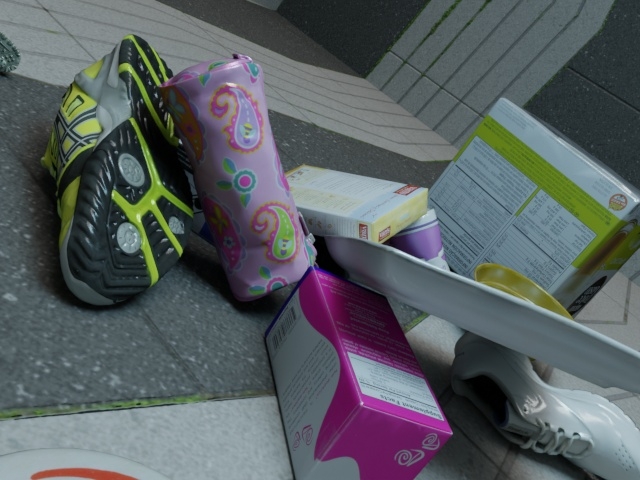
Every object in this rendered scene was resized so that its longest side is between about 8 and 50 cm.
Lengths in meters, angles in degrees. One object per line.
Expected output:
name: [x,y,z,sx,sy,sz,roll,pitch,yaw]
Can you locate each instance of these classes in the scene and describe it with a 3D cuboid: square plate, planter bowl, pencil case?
square plate: [0.180,0.082,0.765,0.347,0.049,0.344,24,-2,-10]
planter bowl: [0.333,0.143,1.129,0.217,0.090,0.217,23,28,-13]
pencil case: [-0.090,-0.071,0.776,0.124,0.124,0.284,-75,150,-68]

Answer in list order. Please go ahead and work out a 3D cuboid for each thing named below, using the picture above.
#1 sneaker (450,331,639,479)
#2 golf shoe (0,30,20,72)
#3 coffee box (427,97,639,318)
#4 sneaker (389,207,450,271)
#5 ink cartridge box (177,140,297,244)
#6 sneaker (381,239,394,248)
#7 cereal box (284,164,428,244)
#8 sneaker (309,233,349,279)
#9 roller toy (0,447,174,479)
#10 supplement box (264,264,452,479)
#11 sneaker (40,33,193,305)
sneaker: [0.299,0.244,0.887,0.297,0.111,0.129,31,29,16]
golf shoe: [-0.522,-0.307,0.953,0.176,0.069,0.086,25,17,-23]
coffee box: [0.457,-0.044,1.386,0.337,0.334,0.338,5,36,-53]
sneaker: [0.157,0.026,1.175,0.282,0.102,0.161,-124,-167,-84]
ink cartridge box: [-0.145,-0.057,0.891,0.207,0.097,0.046,34,20,3]
sneaker: [0.071,0.009,1.105,0.063,0.075,0.171,-15,68,-29]
cereal box: [0.022,-0.058,1.008,0.240,0.048,0.173,15,28,32]
sneaker: [-0.001,0.002,1.030,0.170,0.051,0.089,39,26,25]
roller toy: [-0.125,0.199,0.292,0.209,0.146,0.191,29,21,-9]
supplement box: [0.027,0.143,0.679,0.113,0.111,0.220,24,23,-24]
sneaker: [-0.246,-0.076,0.766,0.145,0.147,0.385,48,25,-41]
